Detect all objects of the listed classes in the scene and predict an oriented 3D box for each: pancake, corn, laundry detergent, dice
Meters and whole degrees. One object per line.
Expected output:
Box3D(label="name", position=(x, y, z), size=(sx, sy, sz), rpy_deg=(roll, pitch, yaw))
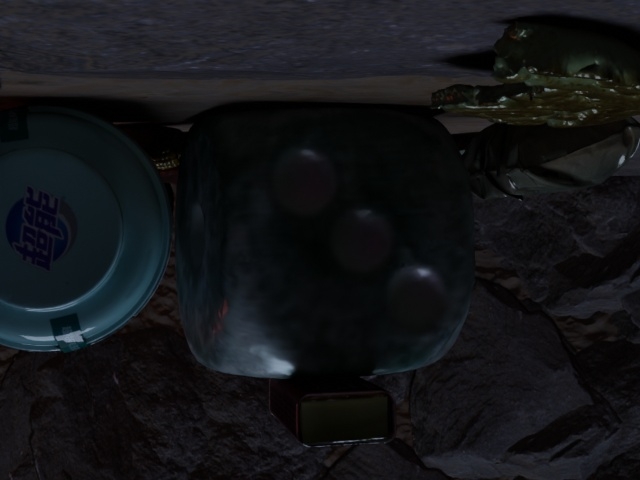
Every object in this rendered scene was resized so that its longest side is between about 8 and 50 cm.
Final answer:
Box3D(label="pancake", position=(0.191, -0.132, 0.838), size=(0.197, 0.054, 0.376), rpy_deg=(-2, 179, 9))
Box3D(label="corn", position=(-0.284, -0.131, 1.423), size=(0.207, 0.068, 0.068), rpy_deg=(-2, -179, 25))
Box3D(label="laundry detergent", position=(-0.325, -0.015, 1.214), size=(0.287, 0.287, 0.305), rpy_deg=(-1, -178, -9))
Box3D(label="dice", position=(0.000, 0.000, 1.313), size=(0.348, 0.328, 0.330), rpy_deg=(-1, -178, -21))

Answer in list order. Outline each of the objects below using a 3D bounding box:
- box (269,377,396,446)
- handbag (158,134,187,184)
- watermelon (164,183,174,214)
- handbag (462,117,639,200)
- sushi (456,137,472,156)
Box3D(label="box", position=(0.009, 0.200, 1.203), size=(0.120, 0.069, 0.224), rpy_deg=(0, 179, -10))
Box3D(label="handbag", position=(-0.194, -0.134, 1.656), size=(0.275, 0.084, 0.260), rpy_deg=(0, 179, 30))
Box3D(label="watermelon", position=(-0.395, -0.073, 1.948), size=(0.212, 0.212, 0.212), rpy_deg=(-1, -179, 0))
Box3D(label="handbag", position=(0.268, -0.107, 1.231), size=(0.182, 0.117, 0.270), rpy_deg=(-21, -174, -9))
Box3D(label="sushi", position=(0.289, -0.153, 1.737), size=(0.290, 0.050, 0.264), rpy_deg=(1, 166, -42))
